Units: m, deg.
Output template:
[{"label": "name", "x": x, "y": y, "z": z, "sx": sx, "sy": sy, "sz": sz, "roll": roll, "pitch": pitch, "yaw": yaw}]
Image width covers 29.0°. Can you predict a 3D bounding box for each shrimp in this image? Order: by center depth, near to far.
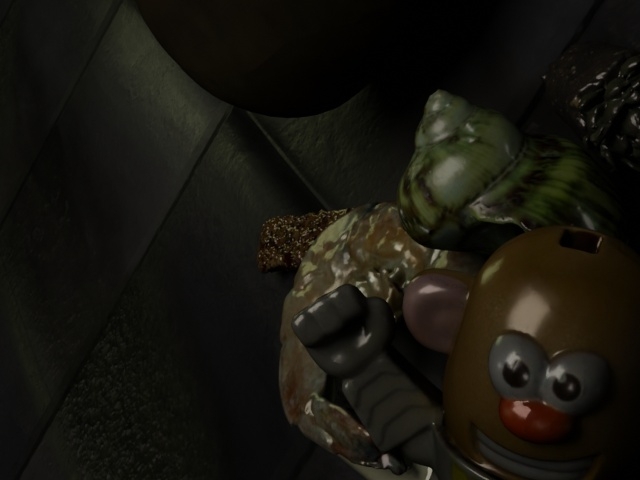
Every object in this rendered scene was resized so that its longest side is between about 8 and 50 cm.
[{"label": "shrimp", "x": 0.073, "y": 0.090, "z": 1.062, "sx": 0.247, "sy": 0.085, "sz": 0.360, "roll": -52, "pitch": 38, "yaw": 3}]

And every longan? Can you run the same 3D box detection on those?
[{"label": "longan", "x": -0.017, "y": -0.296, "z": 1.235, "sx": 0.361, "sy": 0.361, "sz": 0.361, "roll": -31, "pitch": 49, "yaw": 42}]

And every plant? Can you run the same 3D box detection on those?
[{"label": "plant", "x": 0.233, "y": -0.104, "z": 0.960, "sx": 0.094, "sy": 0.092, "sz": 0.143, "roll": -37, "pitch": 30, "yaw": -4}]

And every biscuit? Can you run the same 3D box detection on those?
[{"label": "biscuit", "x": 0.000, "y": 0.000, "z": 1.281, "sx": 0.199, "sy": 0.034, "sz": 0.064, "roll": -9, "pitch": 66, "yaw": 53}]

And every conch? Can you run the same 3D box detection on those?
[{"label": "conch", "x": 0.150, "y": -0.034, "z": 0.963, "sx": 0.124, "sy": 0.181, "sz": 0.187, "roll": -66, "pitch": 19, "yaw": -4}]

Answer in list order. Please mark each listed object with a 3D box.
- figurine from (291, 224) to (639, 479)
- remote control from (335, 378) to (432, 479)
[{"label": "figurine", "x": 0.146, "y": 0.127, "z": 0.819, "sx": 0.167, "sy": 0.343, "sz": 0.285, "roll": -102, "pitch": 22, "yaw": -69}, {"label": "remote control", "x": 0.050, "y": 0.173, "z": 1.106, "sx": 0.221, "sy": 0.042, "sz": 0.078, "roll": 30, "pitch": 96, "yaw": 55}]
